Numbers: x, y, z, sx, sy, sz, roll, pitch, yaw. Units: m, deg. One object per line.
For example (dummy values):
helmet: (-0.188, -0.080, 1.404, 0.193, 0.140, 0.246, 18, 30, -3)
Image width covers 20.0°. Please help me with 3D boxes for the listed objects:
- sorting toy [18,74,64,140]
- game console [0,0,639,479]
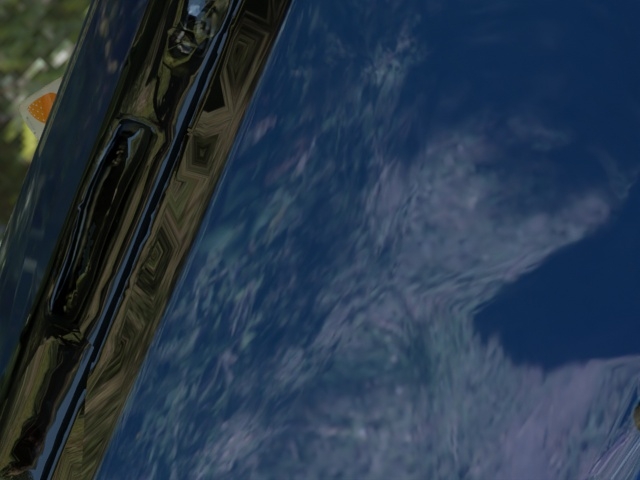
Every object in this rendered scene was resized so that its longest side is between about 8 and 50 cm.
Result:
sorting toy: (-0.102, -0.059, 0.965, 0.083, 0.075, 0.045, -28, 179, -37)
game console: (0.000, 0.000, 0.594, 0.250, 0.173, 0.293, -108, -140, -65)
